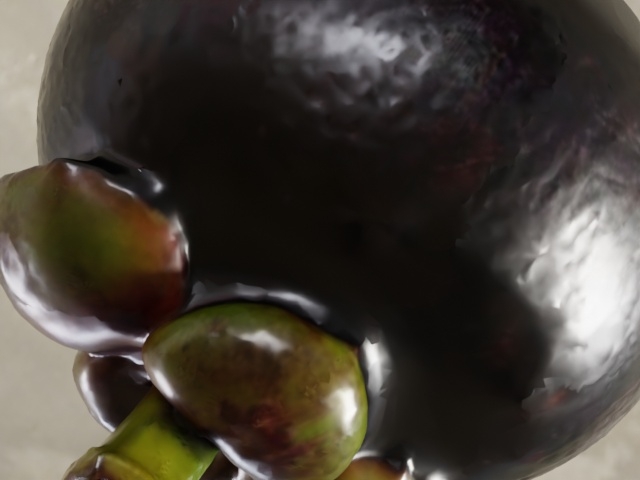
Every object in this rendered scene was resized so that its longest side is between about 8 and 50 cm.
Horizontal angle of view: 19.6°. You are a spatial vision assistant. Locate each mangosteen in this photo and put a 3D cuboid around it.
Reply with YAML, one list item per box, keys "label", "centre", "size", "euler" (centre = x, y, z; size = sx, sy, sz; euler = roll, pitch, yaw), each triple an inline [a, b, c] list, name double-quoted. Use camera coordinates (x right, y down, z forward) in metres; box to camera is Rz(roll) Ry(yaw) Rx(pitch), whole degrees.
- label: "mangosteen"
  centre: [0.000, 0.000, 0.724]
  size: [0.275, 0.302, 0.275]
  euler: [29, 150, 18]
